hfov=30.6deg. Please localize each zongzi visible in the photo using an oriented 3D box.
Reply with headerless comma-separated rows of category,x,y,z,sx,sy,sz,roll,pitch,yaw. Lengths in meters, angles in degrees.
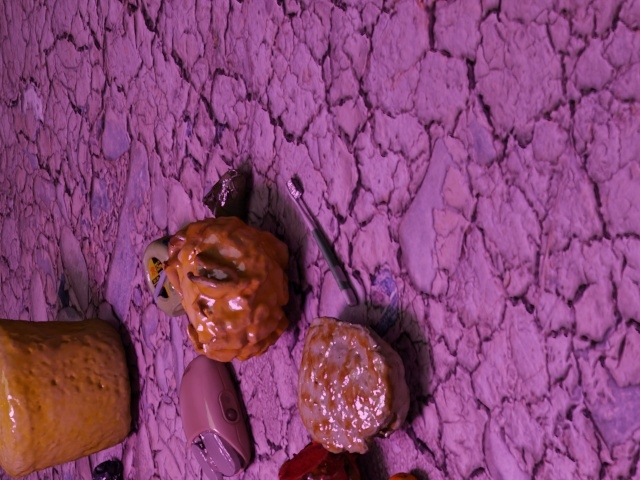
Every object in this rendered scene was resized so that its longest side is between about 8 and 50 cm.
zongzi,-0.146,-0.056,2.031,0.119,0.055,0.109,61,141,13

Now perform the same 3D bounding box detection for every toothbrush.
toothbrush,0.000,0.000,1.836,0.024,0.018,0.257,-54,50,39

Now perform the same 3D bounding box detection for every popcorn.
popcorn,-0.148,0.078,1.929,0.250,0.190,0.250,17,112,49

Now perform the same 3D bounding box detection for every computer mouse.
computer mouse,-0.201,0.326,2.151,0.145,0.082,0.236,-40,61,52

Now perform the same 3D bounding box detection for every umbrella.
umbrella,-0.475,0.610,2.653,0.071,0.080,0.224,10,111,21

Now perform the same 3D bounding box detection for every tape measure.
tape measure,-0.271,0.065,2.209,0.154,0.087,0.177,61,145,12

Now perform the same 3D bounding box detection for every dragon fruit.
dragon fruit,0.004,0.388,1.768,0.133,0.150,0.208,-37,52,46

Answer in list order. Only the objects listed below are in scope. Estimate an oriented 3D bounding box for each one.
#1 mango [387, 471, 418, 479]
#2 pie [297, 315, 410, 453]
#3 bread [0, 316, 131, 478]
mango,0.115,0.370,1.690,0.060,0.046,0.089,59,145,33
pie,0.044,0.214,1.731,0.248,0.090,0.201,8,97,56
bread,-0.586,0.319,2.547,0.348,0.307,0.348,32,128,54
